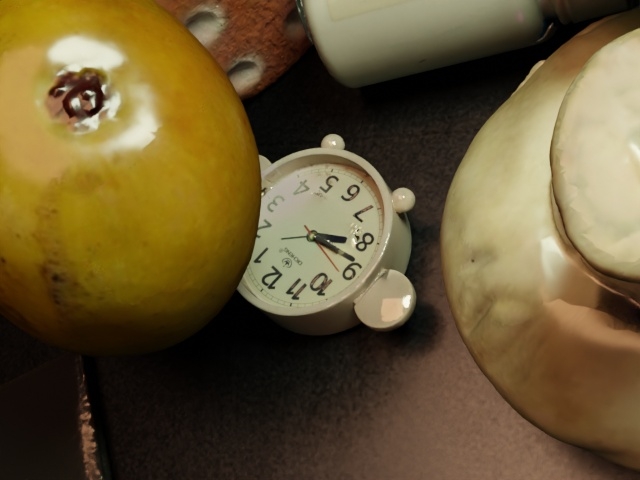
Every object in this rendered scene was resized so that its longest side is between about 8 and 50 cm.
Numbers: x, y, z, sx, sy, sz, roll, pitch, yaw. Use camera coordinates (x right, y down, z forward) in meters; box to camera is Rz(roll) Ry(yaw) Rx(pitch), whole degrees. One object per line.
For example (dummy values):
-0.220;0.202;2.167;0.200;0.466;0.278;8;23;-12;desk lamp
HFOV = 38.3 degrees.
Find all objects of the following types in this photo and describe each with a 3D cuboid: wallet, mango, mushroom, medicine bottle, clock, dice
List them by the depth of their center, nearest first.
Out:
0.226;0.009;0.552;0.315;0.315;0.356;-13;23;20;mushroom
-0.204;-0.070;0.749;0.232;0.300;0.445;-29;22;-18;mango
0.122;-0.221;0.765;0.258;0.143;0.144;-10;65;22;medicine bottle
0.000;0.000;0.776;0.156;0.063;0.229;-48;57;-4;clock
-0.239;0.223;0.810;0.124;0.025;0.244;-26;60;13;wallet
-0.109;-0.247;0.864;0.174;0.179;0.175;-43;60;2;dice
